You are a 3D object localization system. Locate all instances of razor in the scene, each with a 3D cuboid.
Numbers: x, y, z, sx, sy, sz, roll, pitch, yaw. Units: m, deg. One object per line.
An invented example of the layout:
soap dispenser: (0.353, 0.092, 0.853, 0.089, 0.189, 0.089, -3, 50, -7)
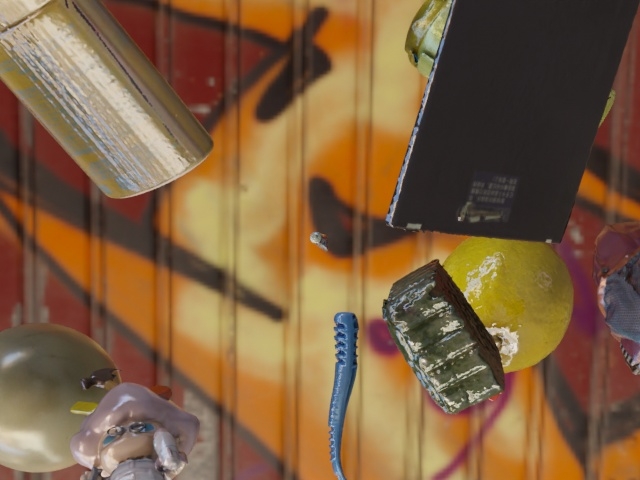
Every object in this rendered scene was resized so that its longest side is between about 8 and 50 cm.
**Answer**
razor: (0.031, 0.218, 1.589, 0.082, 0.042, 0.253, 112, 159, -76)

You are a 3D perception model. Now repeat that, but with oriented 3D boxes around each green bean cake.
green bean cake: (0.161, 0.128, 1.613, 0.181, 0.094, 0.173, 58, -168, -6)

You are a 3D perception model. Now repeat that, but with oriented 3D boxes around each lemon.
lemon: (0.299, 0.113, 2.046, 0.219, 0.240, 0.240, -62, -18, -50)

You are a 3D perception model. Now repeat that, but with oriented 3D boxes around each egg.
egg: (-0.344, 0.196, 1.534, 0.242, 0.186, 0.186, 16, -109, -65)

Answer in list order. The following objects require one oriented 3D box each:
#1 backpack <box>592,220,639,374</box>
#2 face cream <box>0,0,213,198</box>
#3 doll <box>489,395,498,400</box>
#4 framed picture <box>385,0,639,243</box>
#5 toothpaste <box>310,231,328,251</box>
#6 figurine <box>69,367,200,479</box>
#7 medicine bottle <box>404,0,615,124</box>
backpack: (0.451, 0.083, 1.499, 0.317, 0.283, 0.197, -127, 60, -73)
face cream: (-0.233, -0.163, 1.139, 0.285, 0.139, 0.067, 51, -147, -31)
doll: (0.278, 0.246, 2.250, 0.194, 0.104, 0.062, -132, 45, -73)
framed picture: (0.184, -0.163, 1.041, 0.014, 0.255, 0.338, 25, 104, 41)
toothpaste: (0.000, 0.000, 1.963, 0.083, 0.019, 0.027, 28, -121, -73)
figurine: (-0.192, 0.221, 1.286, 0.229, 0.137, 0.112, -114, 6, -60)
medicine bottle: (0.203, -0.190, 1.370, 0.239, 0.124, 0.124, 40, 151, 19)
